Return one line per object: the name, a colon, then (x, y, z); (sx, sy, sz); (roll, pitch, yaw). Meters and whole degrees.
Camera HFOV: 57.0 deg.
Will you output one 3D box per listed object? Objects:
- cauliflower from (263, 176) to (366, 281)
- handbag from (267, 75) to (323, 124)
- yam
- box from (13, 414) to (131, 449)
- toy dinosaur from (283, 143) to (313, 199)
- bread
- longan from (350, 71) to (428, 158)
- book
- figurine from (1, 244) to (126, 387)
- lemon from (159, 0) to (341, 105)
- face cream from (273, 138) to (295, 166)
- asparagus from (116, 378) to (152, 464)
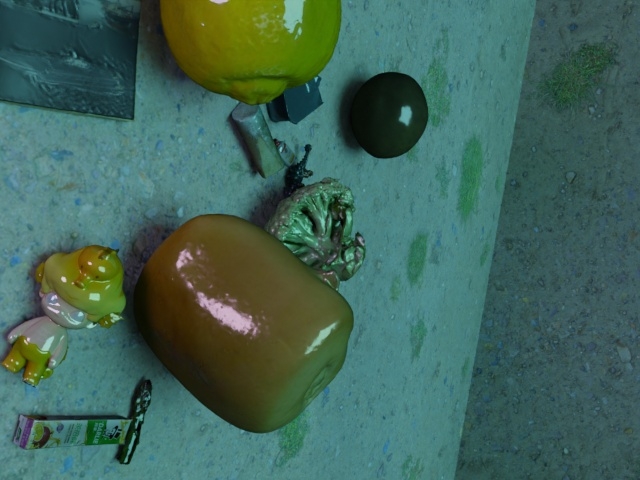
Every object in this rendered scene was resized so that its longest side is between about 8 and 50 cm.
cauliflower: (0.000, 0.000, 1.387); (0.272, 0.250, 0.275); (-46, 154, -38)
handbag: (-0.068, -0.401, 1.362); (0.179, 0.062, 0.229); (-47, 134, -44)
yam: (-0.136, -0.218, 1.299); (0.068, 0.068, 0.170); (-54, 138, -33)
box: (-0.427, 0.332, 1.030); (0.207, 0.041, 0.050); (25, 77, -55)
toy dinosaur: (-0.054, -0.165, 1.450); (0.055, 0.049, 0.154); (24, 86, -51)
bread: (-0.157, 0.159, 1.083); (0.253, 0.376, 0.348); (-31, 155, -42)
longan: (0.190, -0.345, 1.627); (0.248, 0.248, 0.249); (-20, 114, -53)
book: (-0.391, -0.387, 0.912); (0.262, 0.028, 0.375); (-3, 101, -54)
figurine: (-0.404, 0.111, 0.949); (0.156, 0.131, 0.246); (39, 77, -9)
lemon: (-0.121, -0.418, 1.045); (0.347, 0.347, 0.349); (-20, 114, -53)
face cream: (-0.090, -0.213, 1.408); (0.083, 0.021, 0.040); (47, 59, -50)
asparagus: (-0.358, 0.350, 1.146); (0.036, 0.030, 0.165); (20, 82, -46)
